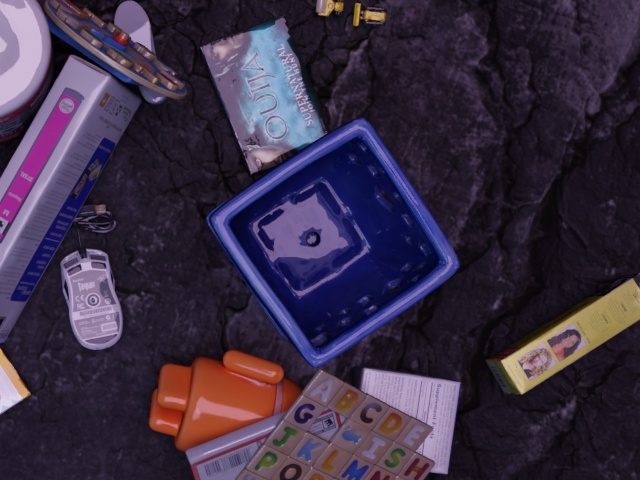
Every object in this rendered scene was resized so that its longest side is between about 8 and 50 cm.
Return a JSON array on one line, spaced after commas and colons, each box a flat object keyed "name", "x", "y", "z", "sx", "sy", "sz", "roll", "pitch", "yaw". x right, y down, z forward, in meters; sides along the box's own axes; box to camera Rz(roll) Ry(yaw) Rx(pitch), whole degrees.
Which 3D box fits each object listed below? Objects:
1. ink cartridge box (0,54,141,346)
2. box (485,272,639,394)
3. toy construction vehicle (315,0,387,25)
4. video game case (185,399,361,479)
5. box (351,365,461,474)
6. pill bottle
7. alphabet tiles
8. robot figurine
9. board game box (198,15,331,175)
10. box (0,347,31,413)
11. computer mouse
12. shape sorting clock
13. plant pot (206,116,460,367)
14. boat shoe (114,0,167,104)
[{"name": "ink cartridge box", "x": -0.348, "y": -0.041, "z": 1.709, "sx": 0.069, "sy": 0.176, "sz": 0.371, "roll": 27, "pitch": 89, "yaw": 6}, {"name": "box", "x": 0.344, "y": 0.128, "z": 1.906, "sx": 0.232, "sy": 0.087, "sz": 0.058, "roll": -31, "pitch": 91, "yaw": -9}, {"name": "toy construction vehicle", "x": 0.042, "y": -0.337, "z": 1.905, "sx": 0.098, "sy": 0.035, "sz": 0.086, "roll": 2, "pitch": 98, "yaw": -7}, {"name": "video game case", "x": -0.042, "y": 0.345, "z": 1.784, "sx": 0.204, "sy": 0.025, "sz": 0.285, "roll": -20, "pitch": 121, "yaw": -12}, {"name": "box", "x": 0.107, "y": 0.239, "z": 1.864, "sx": 0.137, "sy": 0.072, "sz": 0.126, "roll": 10, "pitch": 85, "yaw": -9}, {"name": "pill bottle", "x": -0.408, "y": -0.210, "z": 1.671, "sx": 0.176, "sy": 0.318, "sz": 0.176, "roll": 0, "pitch": 87, "yaw": -9}, {"name": "alphabet tiles", "x": 0.029, "y": 0.285, "z": 1.762, "sx": 0.237, "sy": 0.009, "sz": 0.198, "roll": 31, "pitch": 101, "yaw": -31}, {"name": "robot figurine", "x": -0.108, "y": 0.223, "z": 1.798, "sx": 0.219, "sy": 0.128, "sz": 0.158, "roll": 15, "pitch": 85, "yaw": -11}, {"name": "board game box", "x": -0.072, "y": -0.195, "z": 1.877, "sx": 0.126, "sy": 0.026, "sz": 0.186, "roll": -22, "pitch": 91, "yaw": -11}, {"name": "box", "x": -0.452, "y": 0.202, "z": 1.792, "sx": 0.136, "sy": 0.028, "sz": 0.081, "roll": -33, "pitch": 93, "yaw": -7}, {"name": "computer mouse", "x": -0.307, "y": 0.049, "z": 1.819, "sx": 0.106, "sy": 0.042, "sz": 0.193, "roll": -9, "pitch": 83, "yaw": -15}, {"name": "shape sorting clock", "x": -0.251, "y": -0.239, "z": 1.720, "sx": 0.206, "sy": 0.206, "sz": 0.040, "roll": 30, "pitch": 101, "yaw": -7}, {"name": "plant pot", "x": 0.000, "y": 0.000, "z": 1.781, "sx": 0.236, "sy": 0.212, "sz": 0.236, "roll": -35, "pitch": 99, "yaw": -10}, {"name": "boat shoe", "x": -0.237, "y": -0.246, "z": 1.844, "sx": 0.049, "sy": 0.040, "sz": 0.142, "roll": -17, "pitch": 90, "yaw": -1}]
